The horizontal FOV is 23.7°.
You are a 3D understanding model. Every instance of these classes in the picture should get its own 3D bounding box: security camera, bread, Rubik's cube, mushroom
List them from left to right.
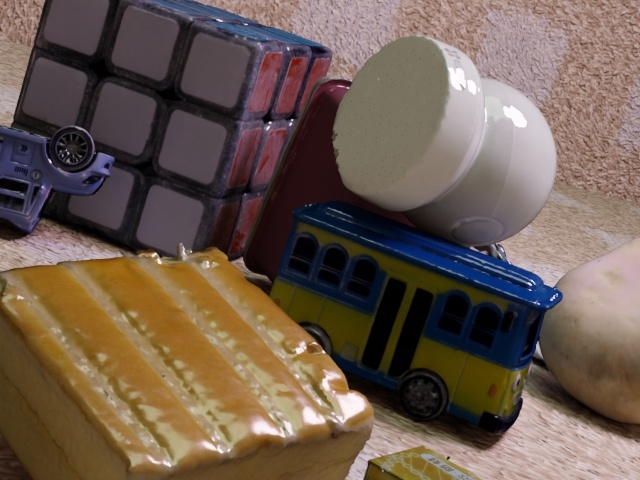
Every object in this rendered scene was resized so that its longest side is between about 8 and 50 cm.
[{"bbox_3d":[-0.117,0.106,1.135,0.239,0.111,0.246,-7,40,-42],"label":"bread"},{"bbox_3d":[-0.199,-0.159,1.985,0.301,0.304,0.305,21,10,13],"label":"Rubik's cube"},{"bbox_3d":[0.152,-0.097,1.656,0.236,0.195,0.194,22,7,-37],"label":"security camera"},{"bbox_3d":[0.404,0.126,1.866,0.260,0.254,0.234,3,-44,37],"label":"mushroom"}]

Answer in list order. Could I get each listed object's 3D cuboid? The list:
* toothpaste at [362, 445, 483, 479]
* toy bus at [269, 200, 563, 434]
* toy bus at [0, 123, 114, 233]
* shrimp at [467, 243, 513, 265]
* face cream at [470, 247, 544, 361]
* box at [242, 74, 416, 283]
[{"bbox_3d":[0.168,0.257,1.164,0.313,0.071,0.089,27,18,35],"label":"toothpaste"},{"bbox_3d":[0.093,0.079,1.619,0.287,0.175,0.138,21,10,14],"label":"toy bus"},{"bbox_3d":[-0.392,-0.091,1.770,0.292,0.133,0.125,15,-1,-7],"label":"toy bus"},{"bbox_3d":[0.192,0.050,1.905,0.137,0.172,0.372,22,24,-19],"label":"shrimp"},{"bbox_3d":[0.241,0.082,2.090,0.314,0.089,0.143,36,19,35],"label":"face cream"},{"bbox_3d":[0.050,-0.035,1.856,0.193,0.294,0.167,11,24,-31],"label":"box"}]
